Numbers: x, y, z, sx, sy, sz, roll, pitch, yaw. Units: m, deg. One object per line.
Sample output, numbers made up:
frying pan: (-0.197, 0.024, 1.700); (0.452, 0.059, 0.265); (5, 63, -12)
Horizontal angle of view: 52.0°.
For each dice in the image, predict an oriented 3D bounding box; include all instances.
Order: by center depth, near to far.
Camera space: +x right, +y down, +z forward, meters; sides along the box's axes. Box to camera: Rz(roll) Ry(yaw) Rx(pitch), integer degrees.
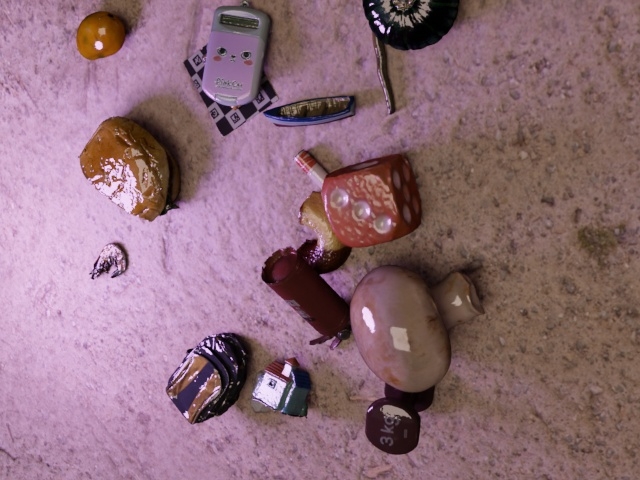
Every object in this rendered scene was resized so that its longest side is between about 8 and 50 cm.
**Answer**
dice: (0.117, -0.087, 1.475); (0.174, 0.175, 0.179); (-11, 105, 26)

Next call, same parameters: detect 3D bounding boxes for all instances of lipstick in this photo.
lipstick: (-0.008, -0.161, 1.581); (0.131, 0.038, 0.038); (47, 118, 4)

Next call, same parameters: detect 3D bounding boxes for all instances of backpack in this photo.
backpack: (-0.299, 0.372, 1.834); (0.206, 0.133, 0.258); (43, 112, 15)

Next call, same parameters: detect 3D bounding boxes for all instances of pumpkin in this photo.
pumpkin: (0.183, -0.488, 1.338); (0.202, 0.140, 0.202); (6, 109, 19)

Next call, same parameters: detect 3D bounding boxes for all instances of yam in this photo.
yam: (0.135, -0.394, 1.450); (0.027, 0.029, 0.234); (-13, 103, -3)

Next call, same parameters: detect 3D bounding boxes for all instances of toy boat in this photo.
toy boat: (-0.027, -0.297, 1.535); (0.229, 0.080, 0.046); (-4, 139, 24)

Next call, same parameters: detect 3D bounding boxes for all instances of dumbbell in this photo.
dumbbell: (0.193, 0.392, 1.561); (0.124, 0.225, 0.140); (10, 109, 18)

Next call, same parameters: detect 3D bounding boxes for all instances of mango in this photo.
mango: (-0.571, -0.526, 1.686); (0.163, 0.089, 0.111); (0, 107, 32)

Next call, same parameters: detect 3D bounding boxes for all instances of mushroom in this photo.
mushroom: (0.220, 0.186, 1.482); (0.290, 0.297, 0.297); (-19, 100, -8)

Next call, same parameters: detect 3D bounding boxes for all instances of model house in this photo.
model house: (-0.090, 0.379, 1.762); (0.148, 0.119, 0.148); (21, 90, 41)

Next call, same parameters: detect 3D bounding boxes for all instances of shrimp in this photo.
shrimp: (-0.627, 0.078, 1.930); (0.091, 0.034, 0.161); (46, 117, 3)

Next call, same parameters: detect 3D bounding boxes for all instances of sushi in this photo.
sushi: (-0.235, -0.387, 1.602); (0.192, 0.050, 0.215); (-27, 94, 28)

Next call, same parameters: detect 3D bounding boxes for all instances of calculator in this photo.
calculator: (-0.198, -0.439, 1.542); (0.141, 0.045, 0.246); (13, 96, 9)

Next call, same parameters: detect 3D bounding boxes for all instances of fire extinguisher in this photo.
fire extinguisher: (-0.024, 0.163, 1.603); (0.147, 0.106, 0.337); (-29, 128, 16)

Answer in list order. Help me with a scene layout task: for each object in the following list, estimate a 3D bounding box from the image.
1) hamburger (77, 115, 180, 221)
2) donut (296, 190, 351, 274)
hamburger: (-0.488, -0.203, 1.728); (0.309, 0.132, 0.211); (44, 120, 7)
donut: (0.001, -0.002, 1.601); (0.141, 0.085, 0.217); (12, 110, 20)
